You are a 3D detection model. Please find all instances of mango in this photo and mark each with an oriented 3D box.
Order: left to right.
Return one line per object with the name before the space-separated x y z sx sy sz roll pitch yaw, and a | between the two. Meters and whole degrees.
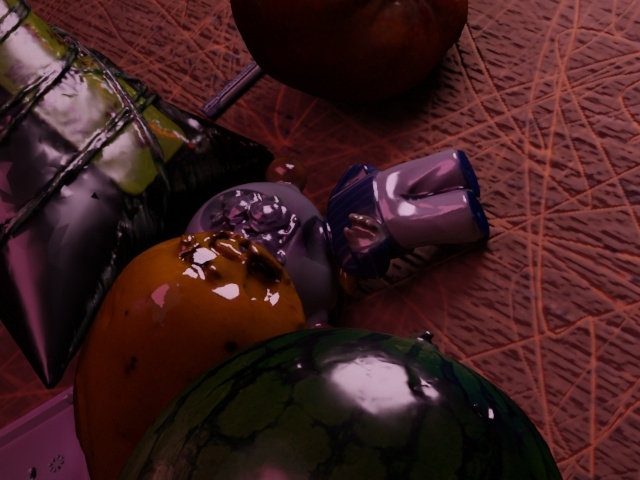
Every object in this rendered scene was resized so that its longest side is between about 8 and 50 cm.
mango | -0.109 0.122 1.567 0.201 0.287 0.152 18 32 11

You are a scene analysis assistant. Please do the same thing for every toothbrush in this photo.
toothbrush | -0.036 -0.200 1.919 0.219 0.016 0.019 -43 40 2

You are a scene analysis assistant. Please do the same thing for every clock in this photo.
clock | -0.239 0.242 1.689 0.150 0.063 0.197 -31 42 15

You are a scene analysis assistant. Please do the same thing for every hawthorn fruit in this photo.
hawthorn fruit | 0.010 -0.213 1.777 0.248 0.208 0.208 -30 37 54

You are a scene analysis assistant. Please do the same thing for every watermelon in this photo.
watermelon | 0.013 0.231 1.296 0.363 0.363 0.363 -22 46 24

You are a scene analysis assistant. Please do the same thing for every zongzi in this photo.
zongzi | -0.274 -0.036 1.716 0.362 0.383 0.319 -66 -1 -46

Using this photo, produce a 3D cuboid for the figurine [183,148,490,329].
figurine | 0.005 0.008 1.643 0.274 0.133 0.193 1 69 24
